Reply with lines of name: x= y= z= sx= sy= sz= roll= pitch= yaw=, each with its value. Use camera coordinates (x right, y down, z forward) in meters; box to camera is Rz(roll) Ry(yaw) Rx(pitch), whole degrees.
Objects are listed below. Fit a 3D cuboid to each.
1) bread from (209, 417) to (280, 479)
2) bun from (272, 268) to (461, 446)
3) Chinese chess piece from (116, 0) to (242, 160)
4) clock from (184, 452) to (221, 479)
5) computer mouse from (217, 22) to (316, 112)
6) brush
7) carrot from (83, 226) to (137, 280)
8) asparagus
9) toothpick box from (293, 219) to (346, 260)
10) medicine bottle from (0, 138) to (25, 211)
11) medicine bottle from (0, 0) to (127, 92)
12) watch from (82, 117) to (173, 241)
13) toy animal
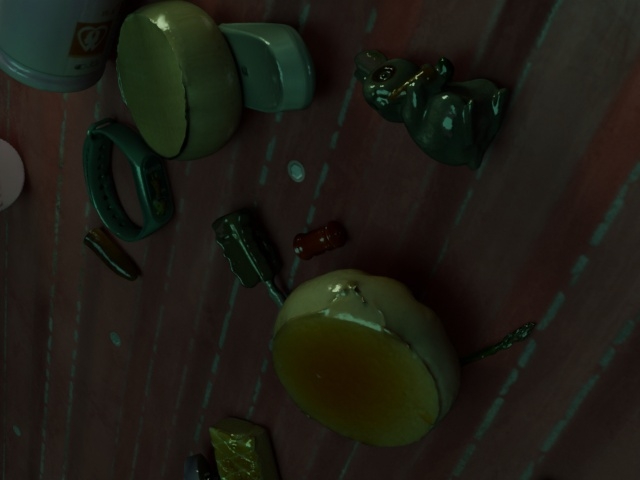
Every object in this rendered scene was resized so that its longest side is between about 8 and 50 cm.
bread: x=-0.152 y=0.458 z=1.563 sx=0.125 sy=0.068 sz=0.188 roll=5 pitch=115 yaw=37
bun: x=0.076 y=0.159 z=1.164 sx=0.298 sy=0.165 sz=0.299 roll=15 pitch=130 yaw=19
Chinese chess piece: x=-0.226 y=-0.248 z=1.206 sx=0.249 sy=0.103 sz=0.250 roll=32 pitch=134 yaw=41
clock: x=-0.228 y=0.551 z=1.636 sx=0.064 sy=0.172 sz=0.198 roll=-17 pitch=76 yaw=1
computer mouse: x=-0.081 y=-0.258 z=1.141 sx=0.231 sy=0.079 sz=0.128 roll=27 pitch=130 yaw=47
brush: x=-0.084 y=0.084 z=1.326 sx=0.084 sy=0.071 sz=0.301 roll=-22 pitch=103 yaw=40
carrot: x=-0.430 y=0.037 z=1.586 sx=0.139 sy=0.048 sz=0.048 roll=45 pitch=132 yaw=10
asparagus: x=0.231 y=0.172 z=1.145 sx=0.022 sy=0.023 sz=0.233 roll=21 pitch=142 yaw=-28
toothpick box: x=0.000 y=0.000 z=1.223 sx=0.083 sy=0.047 sz=0.047 roll=-21 pitch=98 yaw=42
medicine bottle: x=-0.811 y=-0.148 z=1.705 sx=0.290 sy=0.178 sz=0.178 roll=6 pitch=115 yaw=36
medicine bottle: x=-0.410 y=-0.417 z=1.232 sx=0.202 sy=0.202 sz=0.316 roll=45 pitch=133 yaw=11
watch: x=-0.368 y=-0.112 z=1.452 sx=0.195 sy=0.068 sz=0.237 roll=12 pitch=123 yaw=37
toy animal: x=0.118 y=-0.178 z=0.996 sx=0.236 sy=0.108 sz=0.138 roll=20 pitch=123 yaw=31
